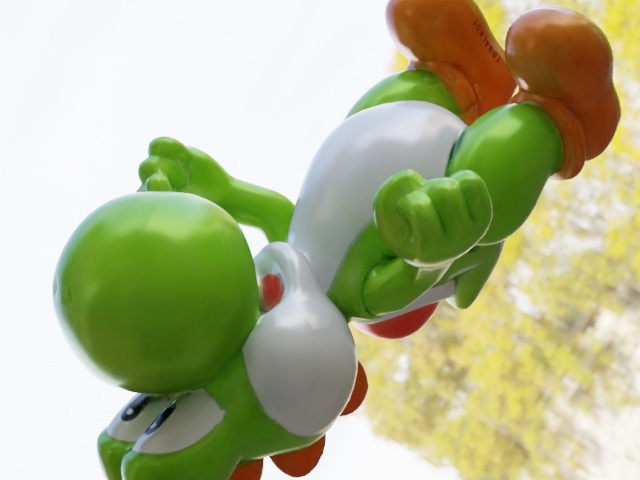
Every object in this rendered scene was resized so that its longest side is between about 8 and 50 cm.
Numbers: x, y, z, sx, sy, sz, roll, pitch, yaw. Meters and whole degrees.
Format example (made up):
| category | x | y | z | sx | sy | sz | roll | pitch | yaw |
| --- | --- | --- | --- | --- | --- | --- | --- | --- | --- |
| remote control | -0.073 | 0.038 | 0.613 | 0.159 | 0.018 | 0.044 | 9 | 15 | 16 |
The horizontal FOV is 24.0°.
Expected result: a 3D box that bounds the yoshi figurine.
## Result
| category | x | y | z | sx | sy | sz | roll | pitch | yaw |
| --- | --- | --- | --- | --- | --- | --- | --- | --- | --- |
| yoshi figurine | -0.007 | -0.016 | 0.842 | 0.362 | 0.203 | 0.203 | -47 | -7 | -19 |
